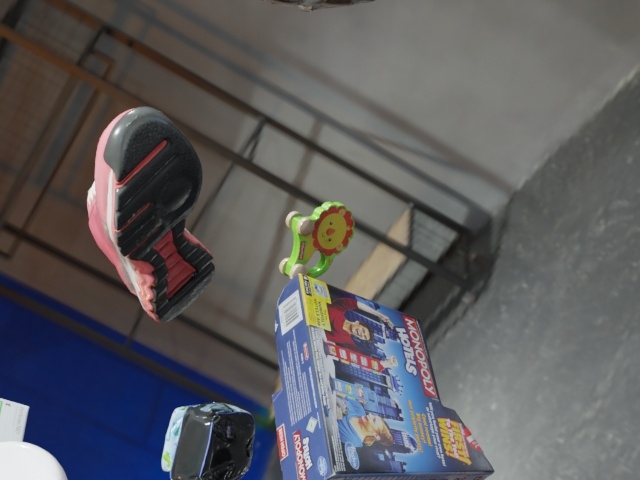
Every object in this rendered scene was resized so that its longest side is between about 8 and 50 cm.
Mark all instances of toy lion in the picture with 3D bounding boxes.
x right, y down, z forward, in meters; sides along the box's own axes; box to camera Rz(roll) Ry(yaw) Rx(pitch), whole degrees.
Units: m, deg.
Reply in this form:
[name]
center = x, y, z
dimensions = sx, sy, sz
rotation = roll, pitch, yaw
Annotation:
[toy lion]
center = 0.000, 0.000, 1.419
dimensions = 0.034, 0.096, 0.100
rotation = 29, 116, 49

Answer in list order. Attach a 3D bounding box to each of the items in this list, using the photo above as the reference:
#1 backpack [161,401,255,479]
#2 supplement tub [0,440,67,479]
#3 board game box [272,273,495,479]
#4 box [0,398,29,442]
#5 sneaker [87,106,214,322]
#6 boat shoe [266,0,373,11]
[backpack]
center = -0.137, 0.249, 1.378
dimensions = 0.114, 0.084, 0.105
rotation = 8, -86, -60
[supplement tub]
center = -0.321, 0.323, 1.185
dimensions = 0.199, 0.144, 0.144
rotation = 85, -162, -47
[board game box]
center = 0.052, 0.145, 0.944
dimensions = 0.060, 0.194, 0.194
rotation = -41, 41, 32
[box]
center = -0.487, 0.297, 1.624
dimensions = 0.102, 0.087, 0.101
rotation = -56, 24, 32
[sneaker]
center = -0.204, -0.033, 1.159
dimensions = 0.116, 0.136, 0.314
rotation = -43, -24, -25
[boat shoe]
center = 0.015, -0.319, 1.213
dimensions = 0.130, 0.132, 0.355
rotation = -11, 2, 29
